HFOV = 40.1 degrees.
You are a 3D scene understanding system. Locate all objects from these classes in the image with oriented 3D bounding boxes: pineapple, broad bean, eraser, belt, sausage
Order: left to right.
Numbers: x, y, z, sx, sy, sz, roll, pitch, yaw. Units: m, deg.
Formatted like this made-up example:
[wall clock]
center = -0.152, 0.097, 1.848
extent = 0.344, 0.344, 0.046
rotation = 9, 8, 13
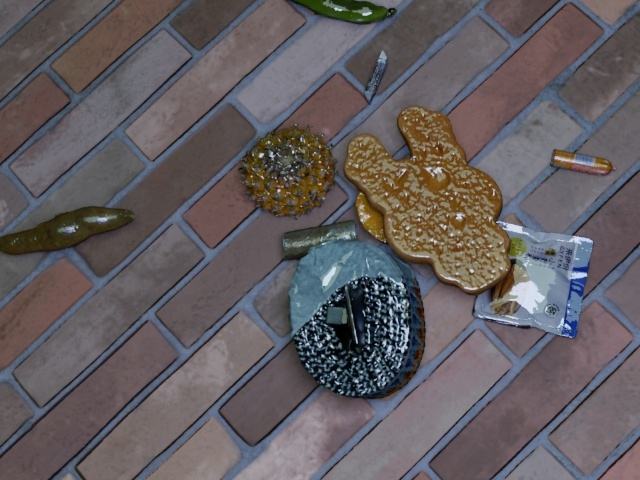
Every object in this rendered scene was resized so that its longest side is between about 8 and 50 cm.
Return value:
[pineapple]
center = -0.059, -0.129, 1.486
extent = 0.176, 0.137, 0.161
rotation = -16, 76, 1
[broad bean]
center = 0.011, -0.438, 1.598
extent = 0.254, 0.046, 0.065
rotation = 22, 74, 9
[belt]
center = 0.058, 0.125, 1.412
extent = 0.207, 0.150, 0.257
rotation = -13, 75, 13
[eraser]
center = 0.099, -0.291, 1.564
extent = 0.019, 0.027, 0.099
rotation = 21, 81, 12
[sausage]
center = 0.446, -0.130, 1.487
extent = 0.107, 0.031, 0.031
rotation = 13, 79, 9

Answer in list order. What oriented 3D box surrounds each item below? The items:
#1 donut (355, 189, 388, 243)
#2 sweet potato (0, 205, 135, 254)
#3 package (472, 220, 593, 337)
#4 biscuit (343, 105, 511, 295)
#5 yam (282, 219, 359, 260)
[donut]
center = 0.136, -0.053, 1.489
extent = 0.152, 0.058, 0.152
rotation = -2, 76, 7
[sweet potato]
center = -0.457, -0.015, 1.544
extent = 0.274, 0.067, 0.067
rotation = -13, 76, 4
[package]
center = 0.352, 0.062, 1.454
extent = 0.173, 0.027, 0.171
rotation = 11, 79, 12
[biscuit]
center = 0.185, -0.061, 1.430
extent = 0.202, 0.047, 0.334
rotation = -33, 73, -3
[yam]
center = 0.000, 0.000, 1.494
extent = 0.132, 0.054, 0.054
rotation = -10, 76, 6
